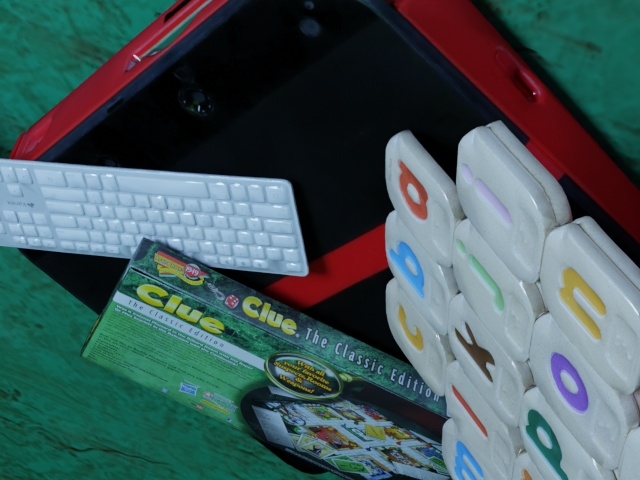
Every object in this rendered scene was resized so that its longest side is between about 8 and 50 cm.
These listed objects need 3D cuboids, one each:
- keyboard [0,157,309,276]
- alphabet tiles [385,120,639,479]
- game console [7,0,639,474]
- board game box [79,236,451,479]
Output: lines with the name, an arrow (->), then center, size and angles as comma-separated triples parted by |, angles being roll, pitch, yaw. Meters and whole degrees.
keyboard -> -0.132, -0.018, 0.756 | 0.256, 0.014, 0.072 | 5, 137, 19
alphabet tiles -> 0.109, 0.082, 0.615 | 0.278, 0.021, 0.284 | 54, 158, 38
game console -> 0.000, 0.000, 0.772 | 0.342, 0.060, 0.386 | 41, 137, -21
board game box -> -0.023, 0.095, 0.809 | 0.259, 0.030, 0.136 | 27, 145, -10
